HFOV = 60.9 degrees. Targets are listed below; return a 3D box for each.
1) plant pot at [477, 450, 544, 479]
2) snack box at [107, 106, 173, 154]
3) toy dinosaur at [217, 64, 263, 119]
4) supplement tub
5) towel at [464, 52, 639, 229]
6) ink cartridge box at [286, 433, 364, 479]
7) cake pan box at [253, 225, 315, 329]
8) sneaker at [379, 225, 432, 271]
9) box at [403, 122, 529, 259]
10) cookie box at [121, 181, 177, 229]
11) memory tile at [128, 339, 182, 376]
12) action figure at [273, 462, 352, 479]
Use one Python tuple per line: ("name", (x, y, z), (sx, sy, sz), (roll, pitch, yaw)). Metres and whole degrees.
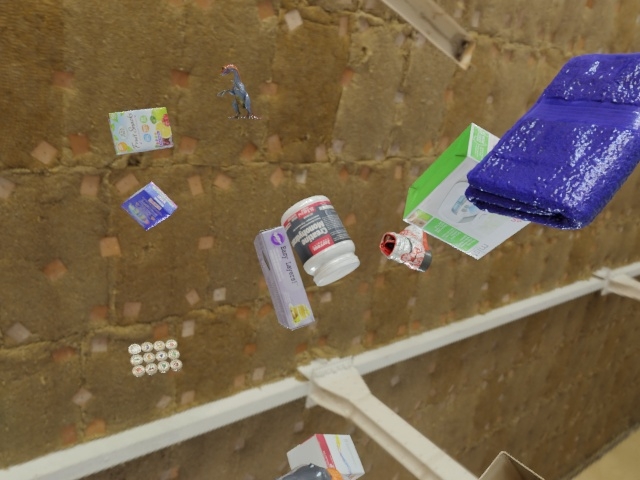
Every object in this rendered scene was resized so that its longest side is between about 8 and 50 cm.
("plant pot", (0.354, 0.471, 0.979), (0.109, 0.109, 0.096), (-46, -68, -11))
("snack box", (-0.452, -0.276, 1.374), (0.141, 0.037, 0.100), (-14, -85, -26))
("toy dinosaur", (-0.132, -0.235, 0.866), (0.090, 0.047, 0.082), (-19, -69, -65))
("supplement tub", (0.000, 0.000, 1.882), (0.191, 0.272, 0.191), (-27, -15, -7))
("towel", (0.376, -0.161, 0.815), (0.308, 0.228, 0.076), (-50, -60, -11))
("ink cartridge box", (0.017, 0.661, 1.613), (0.128, 0.127, 0.176), (-42, -38, 22))
("cake pan box", (-0.101, 0.098, 1.389), (0.070, 0.267, 0.245), (-16, -93, -12))
("sneaker", (0.265, -0.002, 1.763), (0.145, 0.270, 0.090), (22, -66, -12))
("box", (0.366, -0.107, 1.284), (0.231, 0.262, 0.126), (28, -128, -11))
("cookie box", (-0.430, -0.085, 1.368), (0.092, 0.107, 0.040), (49, -141, -23))
("memory tile", (-0.505, 0.357, 1.665), (0.148, 0.113, 0.012), (-4, -41, -26))
("action figure", (-0.042, 0.522, 1.005), (0.330, 0.341, 0.178), (-1, -71, -39))
